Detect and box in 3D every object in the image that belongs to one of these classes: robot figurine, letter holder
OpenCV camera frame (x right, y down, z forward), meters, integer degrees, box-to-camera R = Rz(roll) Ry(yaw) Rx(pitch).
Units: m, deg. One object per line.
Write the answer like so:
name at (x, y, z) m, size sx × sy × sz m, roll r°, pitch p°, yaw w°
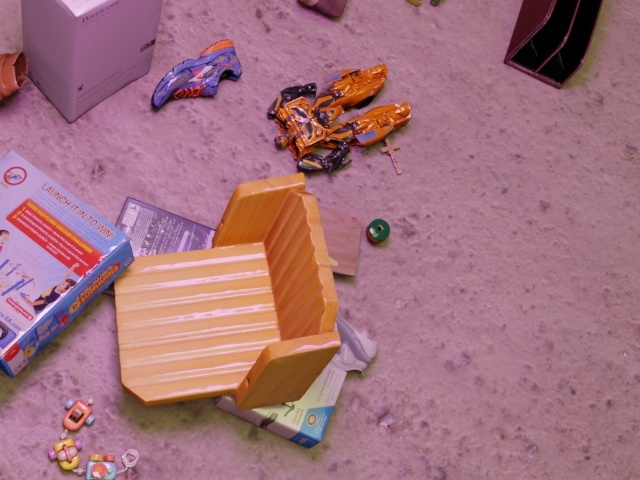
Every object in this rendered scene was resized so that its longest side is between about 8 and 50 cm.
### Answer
robot figurine at (0.034, -0.262, 2.010) m, size 0.291 × 0.085 × 0.211 m, roll -24°, pitch 75°, yaw -22°
letter holder at (0.566, -0.543, 2.190) m, size 0.152 × 0.214 × 0.302 m, roll 24°, pitch 67°, yaw -7°

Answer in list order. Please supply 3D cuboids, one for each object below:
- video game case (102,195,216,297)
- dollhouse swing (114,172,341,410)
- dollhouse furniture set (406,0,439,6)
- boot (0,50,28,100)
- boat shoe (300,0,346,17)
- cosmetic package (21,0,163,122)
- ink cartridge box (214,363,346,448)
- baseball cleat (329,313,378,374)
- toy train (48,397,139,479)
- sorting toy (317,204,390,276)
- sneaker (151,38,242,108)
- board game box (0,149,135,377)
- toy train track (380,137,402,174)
video game case at (-0.278, 0.051, 1.848) m, size 0.274 × 0.026 × 0.196 m, roll 21°, pitch 67°, yaw -9°
dollhouse swing at (-0.179, 0.091, 1.667) m, size 0.304 × 0.315 × 0.347 m, roll 2°, pitch 57°, yaw -21°
dollhouse furniture set at (0.211, -0.591, 2.189) m, size 0.151 × 0.058 × 0.076 m, roll 27°, pitch 66°, yaw -6°
boot at (-0.627, -0.268, 1.795) m, size 0.152 × 0.073 × 0.197 m, roll -8°, pitch 68°, yaw 15°
boat shoe at (0.058, -0.649, 2.142) m, size 0.123 × 0.123 × 0.342 m, roll 27°, pitch 66°, yaw -21°
cosmetic package at (-0.421, -0.408, 1.766) m, size 0.217 × 0.385 × 0.156 m, roll -40°, pitch 86°, yaw -23°
ink cartridge box at (-0.075, 0.277, 1.795) m, size 0.203 × 0.086 × 0.148 m, roll 25°, pitch 66°, yaw -6°
baseball cleat at (0.012, 0.184, 1.861) m, size 0.206 × 0.072 × 0.109 m, roll 34°, pitch 73°, yaw 1°
toy train at (-0.405, 0.360, 1.693) m, size 0.166 × 0.046 × 0.125 m, roll 42°, pitch 66°, yaw 1°
sorting toy at (0.000, 0.000, 1.933) m, size 0.274 × 0.046 × 0.132 m, roll 13°, pitch 69°, yaw -12°
sneaker at (-0.249, -0.328, 1.958) m, size 0.221 × 0.083 × 0.087 m, roll -36°, pitch 92°, yaw -20°
board game box at (-0.545, 0.033, 1.692) m, size 0.308 × 0.086 × 0.302 m, roll 35°, pitch 64°, yaw 18°
toy train track at (0.154, -0.180, 2.059) m, size 0.048 × 0.014 × 0.083 m, roll -18°, pitch 83°, yaw -28°
